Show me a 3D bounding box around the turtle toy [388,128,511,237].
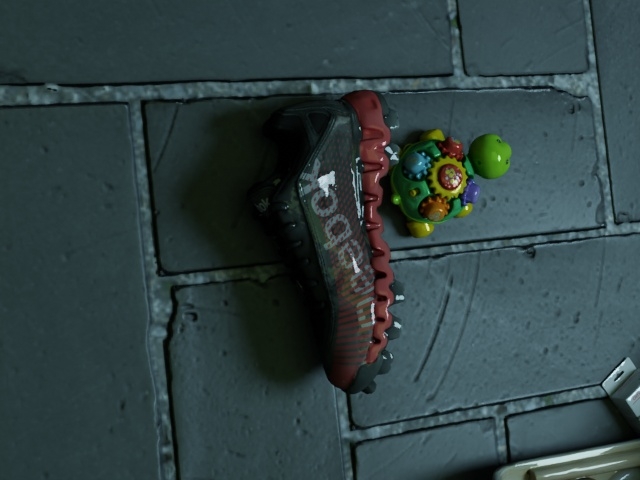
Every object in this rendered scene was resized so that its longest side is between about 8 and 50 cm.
[{"bbox_3d":[0.124,-0.064,0.810,0.130,0.066,0.095,-26,96,-19],"label":"turtle toy"}]

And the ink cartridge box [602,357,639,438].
[{"bbox_3d":[0.346,0.172,0.896,0.048,0.028,0.083,-41,100,-16],"label":"ink cartridge box"}]

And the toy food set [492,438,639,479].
[{"bbox_3d":[0.302,0.321,0.823,0.306,0.092,0.220,-4,97,-20],"label":"toy food set"}]

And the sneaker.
[{"bbox_3d":[0.000,0.000,0.747,0.135,0.097,0.276,0,85,-20],"label":"sneaker"}]
